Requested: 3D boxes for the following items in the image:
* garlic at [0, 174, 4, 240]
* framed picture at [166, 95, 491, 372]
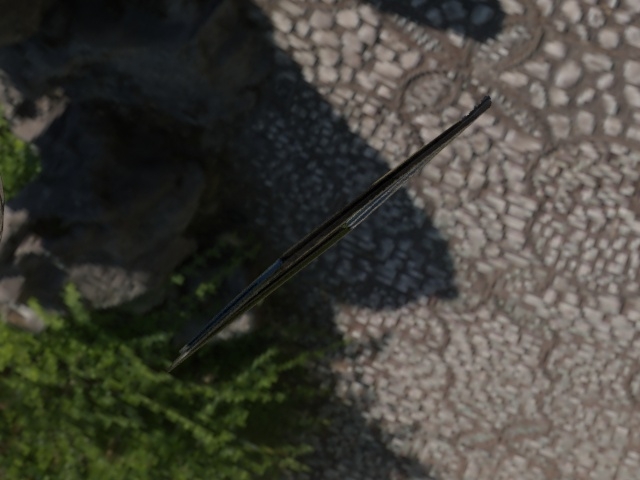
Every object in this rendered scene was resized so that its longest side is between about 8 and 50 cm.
[{"bbox_3d":[-0.195,-0.008,0.554,0.101,0.087,0.195,34,146,-2],"label":"garlic"},{"bbox_3d":[0.000,0.000,0.779,0.010,0.195,0.199,51,146,2],"label":"framed picture"}]
